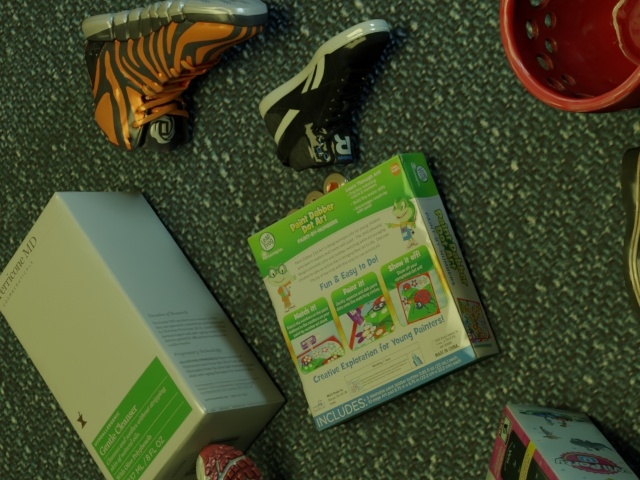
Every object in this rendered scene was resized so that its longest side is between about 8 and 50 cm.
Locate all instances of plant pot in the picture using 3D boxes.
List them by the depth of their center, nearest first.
[{"bbox_3d":[0.300,-0.218,1.818,0.191,0.174,0.191,0,90,40],"label":"plant pot"}]

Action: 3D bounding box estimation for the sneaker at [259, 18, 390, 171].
[{"bbox_3d":[0.026,-0.154,2.122,0.217,0.079,0.121,-37,70,43],"label":"sneaker"}]

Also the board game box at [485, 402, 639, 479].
[{"bbox_3d":[0.234,0.316,1.824,0.303,0.097,0.224,-124,45,-74],"label":"board game box"}]

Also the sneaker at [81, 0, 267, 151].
[{"bbox_3d":[-0.172,-0.201,2.269,0.321,0.124,0.180,-3,93,51],"label":"sneaker"}]

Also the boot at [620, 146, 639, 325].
[{"bbox_3d":[0.374,-0.004,1.829,0.137,0.077,0.198,-9,86,35],"label":"boot"}]

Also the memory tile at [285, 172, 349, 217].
[{"bbox_3d":[0.000,0.000,2.181,0.148,0.012,0.113,-41,66,32],"label":"memory tile"}]

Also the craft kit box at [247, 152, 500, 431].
[{"bbox_3d":[0.055,0.061,2.098,0.250,0.061,0.247,-28,80,37],"label":"craft kit box"}]

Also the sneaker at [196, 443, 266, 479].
[{"bbox_3d":[-0.106,0.348,2.196,0.092,0.088,0.225,1,113,46],"label":"sneaker"}]

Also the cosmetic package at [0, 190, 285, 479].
[{"bbox_3d":[-0.232,0.130,2.289,0.365,0.155,0.197,51,121,26],"label":"cosmetic package"}]
